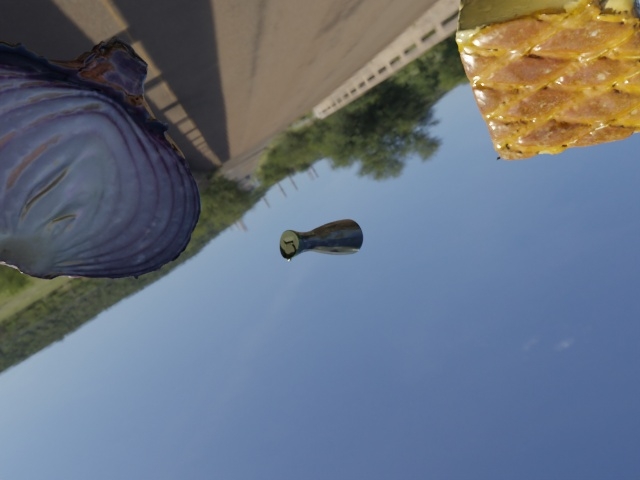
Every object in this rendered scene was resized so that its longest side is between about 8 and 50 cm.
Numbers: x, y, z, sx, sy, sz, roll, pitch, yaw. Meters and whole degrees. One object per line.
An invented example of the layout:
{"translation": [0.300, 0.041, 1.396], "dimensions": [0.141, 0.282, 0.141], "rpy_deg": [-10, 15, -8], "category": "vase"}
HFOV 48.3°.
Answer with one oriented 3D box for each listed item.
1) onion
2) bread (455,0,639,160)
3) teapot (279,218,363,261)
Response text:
{"translation": [-0.172, -0.054, 0.438], "dimensions": [0.098, 0.206, 0.151], "rpy_deg": [9, -108, 44], "category": "onion"}
{"translation": [0.387, -0.304, 1.160], "dimensions": [0.279, 0.279, 0.207], "rpy_deg": [-7, -136, 25], "category": "bread"}
{"translation": [0.000, 0.000, 0.808], "dimensions": [0.043, 0.042, 0.111], "rpy_deg": [-23, 170, 40], "category": "teapot"}
